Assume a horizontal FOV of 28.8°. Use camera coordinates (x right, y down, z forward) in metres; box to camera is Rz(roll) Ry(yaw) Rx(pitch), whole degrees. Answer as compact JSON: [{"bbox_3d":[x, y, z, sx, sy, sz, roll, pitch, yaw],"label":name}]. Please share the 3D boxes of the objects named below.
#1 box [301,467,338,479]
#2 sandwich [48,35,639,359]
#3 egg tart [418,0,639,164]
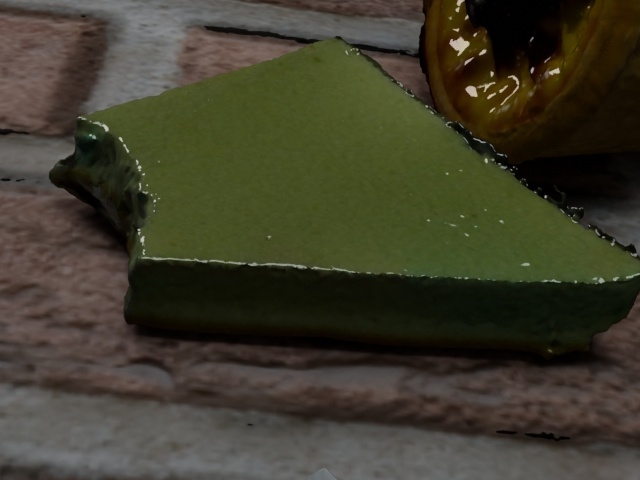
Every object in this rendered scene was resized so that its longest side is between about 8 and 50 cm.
[{"bbox_3d":[0.020,0.139,0.458,0.051,0.036,0.117,-21,46,-35],"label":"box"},{"bbox_3d":[0.000,0.000,0.623,0.212,0.063,0.245,-23,47,-32],"label":"sandwich"},{"bbox_3d":[0.166,-0.139,0.743,0.171,0.215,0.215,11,33,-28],"label":"egg tart"}]
